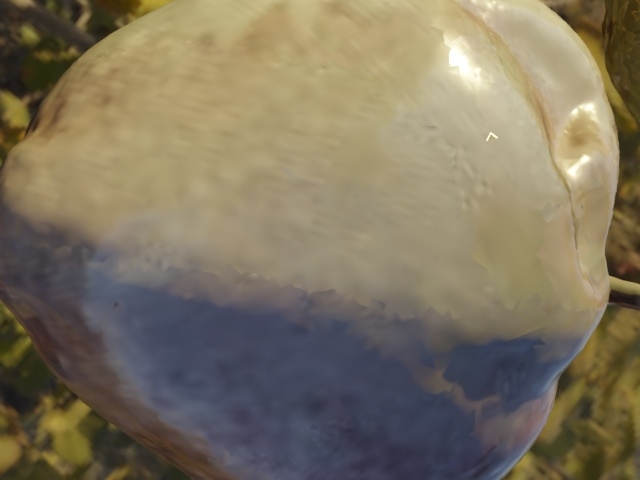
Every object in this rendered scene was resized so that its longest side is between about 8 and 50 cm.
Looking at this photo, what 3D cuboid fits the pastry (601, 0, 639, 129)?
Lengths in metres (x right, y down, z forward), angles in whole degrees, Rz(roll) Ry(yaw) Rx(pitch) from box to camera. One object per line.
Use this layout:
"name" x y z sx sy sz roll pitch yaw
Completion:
"pastry" 0.489 -0.240 1.762 0.388 0.388 0.312 -43 -178 -21

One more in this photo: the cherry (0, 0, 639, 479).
"cherry" 0.005 -0.012 0.875 0.326 0.335 0.291 -53 -161 8
